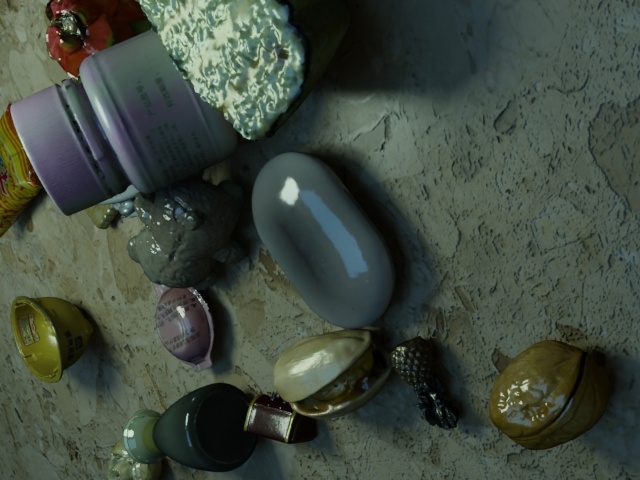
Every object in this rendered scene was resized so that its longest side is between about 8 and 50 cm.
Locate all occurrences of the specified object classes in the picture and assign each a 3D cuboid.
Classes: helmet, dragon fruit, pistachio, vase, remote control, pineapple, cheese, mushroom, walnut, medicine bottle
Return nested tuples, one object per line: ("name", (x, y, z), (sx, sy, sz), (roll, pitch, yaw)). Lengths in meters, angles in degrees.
("helmet", (-0.610, 0.215, 2.051), (0.257, 0.140, 0.205), (12, 112, 44))
("dragon fruit", (-0.401, -0.368, 1.634), (0.224, 0.227, 0.224), (9, 102, 49))
("pistachio", (0.020, 0.228, 1.526), (0.230, 0.157, 0.157), (-26, 86, 36))
("vase", (-0.283, 0.402, 1.825), (0.321, 0.173, 0.173), (-22, 88, 48))
("remote control", (0.000, 0.000, 1.488), (0.332, 0.103, 0.221), (55, 136, 14))
("pineapple", (0.176, 0.238, 1.437), (0.074, 0.074, 0.159), (-31, 85, 42))
("cheese", (-0.295, 0.135, 1.804), (0.189, 0.074, 0.285), (-34, 77, 41))
("mushroom", (-0.430, 0.524, 2.014), (0.148, 0.112, 0.148), (9, 107, 29))
("walnut", (0.330, 0.221, 1.257), (0.144, 0.144, 0.180), (48, 125, 19))
("medicine bottle", (-0.330, -0.200, 1.497), (0.256, 0.325, 0.256), (63, 174, 11))

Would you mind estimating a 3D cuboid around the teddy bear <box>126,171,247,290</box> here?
("teddy bear", (-0.251, -0.017, 1.661), (0.236, 0.151, 0.267), (26, 140, -2))

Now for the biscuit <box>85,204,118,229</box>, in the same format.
("biscuit", (-0.450, -0.192, 1.853), (0.217, 0.044, 0.325), (53, 129, 14))

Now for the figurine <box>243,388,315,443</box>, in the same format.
("figurine", (-0.086, 0.329, 1.689), (0.154, 0.082, 0.098), (8, 95, 40))

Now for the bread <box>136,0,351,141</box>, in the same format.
("bread", (-0.093, -0.359, 1.363), (0.239, 0.264, 0.395), (-38, 81, 32))

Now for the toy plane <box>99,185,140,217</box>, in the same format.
("toy plane", (-0.390, -0.137, 1.720), (0.252, 0.118, 0.252), (8, 142, 6))

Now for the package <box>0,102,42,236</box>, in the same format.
("package", (-0.748, -0.158, 2.083), (0.288, 0.108, 0.223), (-37, 73, 34))
